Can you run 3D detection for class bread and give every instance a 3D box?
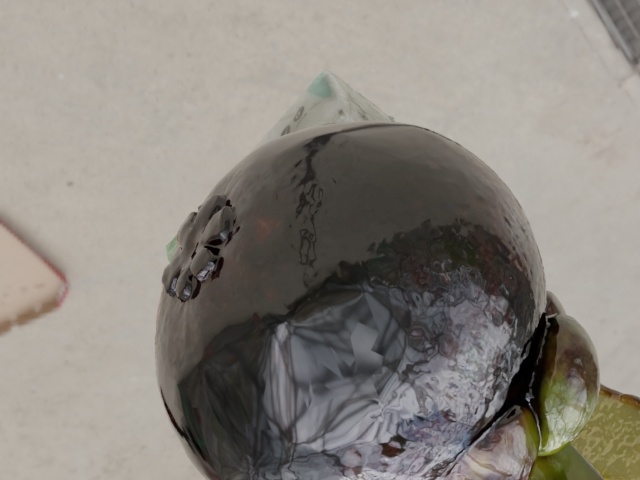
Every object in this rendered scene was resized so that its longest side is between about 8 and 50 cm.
[{"bbox_3d":[0.433,0.342,1.608,0.143,0.323,0.333,-47,119,-15],"label":"bread"}]

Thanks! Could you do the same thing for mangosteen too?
[{"bbox_3d":[0.042,0.057,0.850,0.313,0.297,0.297,-3,144,-25],"label":"mangosteen"}]

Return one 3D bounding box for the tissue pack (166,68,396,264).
[{"bbox_3d":[0.000,-0.001,1.597,0.266,0.194,0.356,33,111,-27],"label":"tissue pack"}]
